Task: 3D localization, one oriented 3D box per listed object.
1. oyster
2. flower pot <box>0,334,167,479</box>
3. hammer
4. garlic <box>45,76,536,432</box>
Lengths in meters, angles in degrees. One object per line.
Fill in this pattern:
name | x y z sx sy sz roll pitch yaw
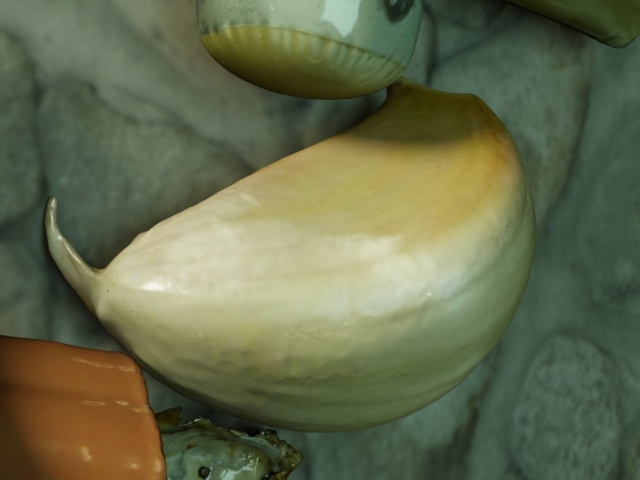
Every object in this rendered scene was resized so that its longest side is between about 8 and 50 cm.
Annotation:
oyster | -0.065 0.117 0.828 0.086 0.029 0.132 -52 137 4
flower pot | -0.177 0.119 0.668 0.173 0.191 0.190 15 84 -23
hammer | 0.073 -0.158 0.876 0.305 0.113 0.201 9 90 -42
garlic | 0.003 0.013 0.829 0.245 0.145 0.164 -21 74 -32
